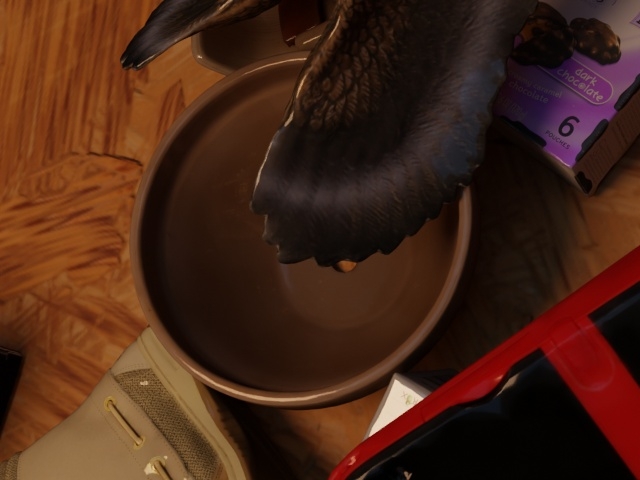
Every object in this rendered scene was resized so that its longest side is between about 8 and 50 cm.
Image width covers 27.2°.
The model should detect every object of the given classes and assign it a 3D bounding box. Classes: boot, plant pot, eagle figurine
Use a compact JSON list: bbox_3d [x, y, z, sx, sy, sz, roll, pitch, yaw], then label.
[{"bbox_3d":[-0.115,0.205,0.888,0.203,0.095,0.262,-40,59,6],"label":"boot"},{"bbox_3d":[0.000,0.000,0.893,0.237,0.110,0.237,-5,75,20],"label":"plant pot"},{"bbox_3d":[0.018,-0.164,0.773,0.225,0.298,0.226,16,47,-10],"label":"eagle figurine"}]

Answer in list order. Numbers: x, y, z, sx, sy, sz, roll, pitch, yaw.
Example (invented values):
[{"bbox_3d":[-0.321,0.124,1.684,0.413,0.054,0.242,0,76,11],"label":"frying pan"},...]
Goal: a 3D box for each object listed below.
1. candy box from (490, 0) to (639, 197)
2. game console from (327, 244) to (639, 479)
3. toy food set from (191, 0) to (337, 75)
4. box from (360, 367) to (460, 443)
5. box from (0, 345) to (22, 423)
[{"bbox_3d":[0.173,-0.158,0.888,0.165,0.070,0.196,39,92,26],"label":"candy box"},{"bbox_3d":[0.241,0.184,0.675,0.342,0.060,0.386,-37,90,12],"label":"game console"},{"bbox_3d":[0.043,-0.258,0.903,0.306,0.092,0.220,-21,54,29],"label":"toy food set"},{"bbox_3d":[0.086,0.140,0.820,0.102,0.101,0.087,29,99,25],"label":"box"},{"bbox_3d":[-0.358,0.098,0.984,0.207,0.153,0.108,14,81,23],"label":"box"}]
